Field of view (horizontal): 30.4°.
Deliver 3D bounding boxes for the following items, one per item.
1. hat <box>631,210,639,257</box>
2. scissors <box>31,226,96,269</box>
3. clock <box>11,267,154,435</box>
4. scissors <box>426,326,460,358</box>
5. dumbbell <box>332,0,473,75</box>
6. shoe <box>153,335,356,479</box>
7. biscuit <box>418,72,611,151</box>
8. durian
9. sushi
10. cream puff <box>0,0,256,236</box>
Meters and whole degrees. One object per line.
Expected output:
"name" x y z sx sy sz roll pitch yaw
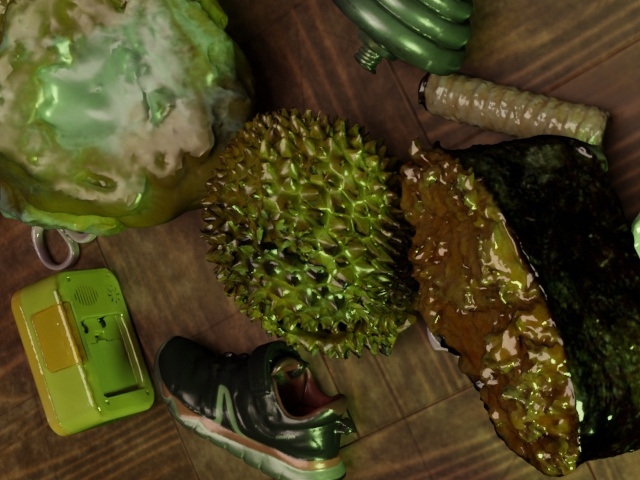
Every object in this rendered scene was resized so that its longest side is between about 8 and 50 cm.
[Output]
"hat" 0.455 0.046 1.118 0.301 0.168 0.258 -4 104 5
"scissors" -0.402 -0.074 1.644 0.118 0.030 0.242 -47 74 23
"clock" -0.311 0.144 1.544 0.096 0.143 0.202 -22 82 27
"scissors" 0.135 0.031 1.351 0.110 0.021 0.212 -34 77 30
"dumbbell" 0.160 -0.343 1.221 0.179 0.179 0.406 45 113 20
"shoe" -0.082 0.182 1.431 0.291 0.114 0.137 28 112 23
"biscuit" 0.208 -0.137 1.278 0.219 0.055 0.061 18 108 28
"durian" -0.011 0.000 1.301 0.258 0.293 0.258 -14 45 15
"sushi" 0.204 0.067 1.184 0.348 0.207 0.234 69 152 21
"cream puff" -0.263 -0.183 1.446 0.378 0.275 0.378 0 97 0
